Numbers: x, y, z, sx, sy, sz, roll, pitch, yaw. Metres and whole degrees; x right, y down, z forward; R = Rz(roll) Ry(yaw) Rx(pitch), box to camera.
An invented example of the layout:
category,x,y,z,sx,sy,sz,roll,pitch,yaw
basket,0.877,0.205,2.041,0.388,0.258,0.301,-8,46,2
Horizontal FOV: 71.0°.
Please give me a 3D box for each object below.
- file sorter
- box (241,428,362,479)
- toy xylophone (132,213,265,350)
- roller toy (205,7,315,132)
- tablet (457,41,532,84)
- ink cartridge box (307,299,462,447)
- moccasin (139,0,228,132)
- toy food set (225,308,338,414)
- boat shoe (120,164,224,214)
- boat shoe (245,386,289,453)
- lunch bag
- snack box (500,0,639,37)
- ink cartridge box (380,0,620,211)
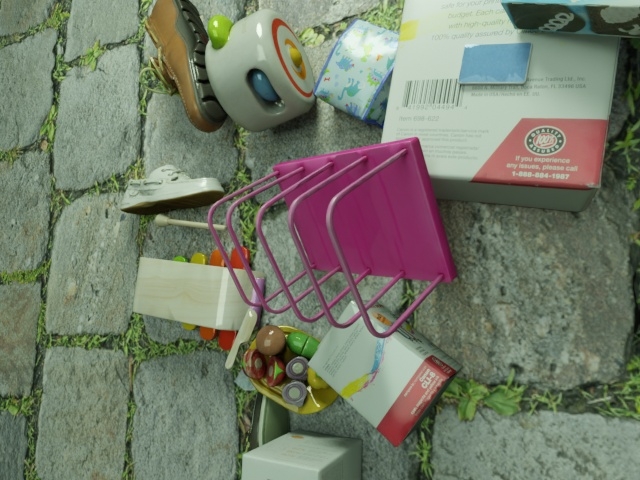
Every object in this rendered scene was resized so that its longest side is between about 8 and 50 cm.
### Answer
category,x,y,z,sx,sy,sz,roll,pitch,yaw
file sorter,0.000,0.000,0.641,0.291,0.182,0.202,1,119,49
box,-0.023,0.367,0.699,0.130,0.170,0.091,-3,80,26
toy xylophone,-0.257,0.075,0.908,0.323,0.081,0.236,14,89,28
roller toy,-0.098,-0.309,0.824,0.146,0.209,0.191,-16,89,23
tablet,0.221,-0.225,0.572,0.083,0.006,0.054,10,87,26
ink cartridge box,0.099,0.191,0.687,0.176,0.128,0.127,36,99,25
moccasin,-0.299,-0.375,0.962,0.147,0.139,0.380,-35,69,19
toy food set,-0.066,0.204,0.764,0.218,0.071,0.128,24,70,14
boat shoe,-0.325,-0.117,0.961,0.277,0.098,0.096,-5,82,27
boat shoe,-0.101,0.369,0.788,0.069,0.081,0.227,-12,73,32
lunch bag,0.080,-0.293,0.782,0.129,0.096,0.151,34,112,26
snack box,0.369,-0.293,0.432,0.322,0.060,0.187,31,96,42
ink cartridge box,0.264,-0.254,0.649,0.279,0.160,0.384,9,87,27
